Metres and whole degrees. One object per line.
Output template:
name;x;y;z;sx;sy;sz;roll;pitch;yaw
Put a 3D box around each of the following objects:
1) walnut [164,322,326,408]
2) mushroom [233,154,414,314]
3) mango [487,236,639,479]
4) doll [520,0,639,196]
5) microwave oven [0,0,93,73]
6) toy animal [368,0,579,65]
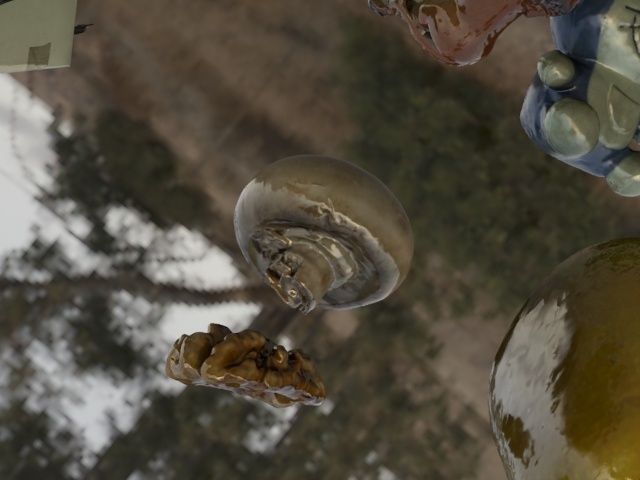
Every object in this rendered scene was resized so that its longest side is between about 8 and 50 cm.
walnut;-0.074;0.126;1.757;0.143;0.069;0.170;7;171;37
mushroom;0.000;0.000;2.126;0.226;0.226;0.178;39;-134;-11
mango;0.248;0.131;1.489;0.182;0.253;0.365;42;-151;-5
doll;0.326;-0.201;1.948;0.228;0.258;0.154;24;-176;-42
microwave oven;-0.363;-0.324;1.961;0.194;0.240;0.145;-13;-145;-38
toy animal;0.181;-0.262;1.823;0.097;0.312;0.157;3;-116;-33
